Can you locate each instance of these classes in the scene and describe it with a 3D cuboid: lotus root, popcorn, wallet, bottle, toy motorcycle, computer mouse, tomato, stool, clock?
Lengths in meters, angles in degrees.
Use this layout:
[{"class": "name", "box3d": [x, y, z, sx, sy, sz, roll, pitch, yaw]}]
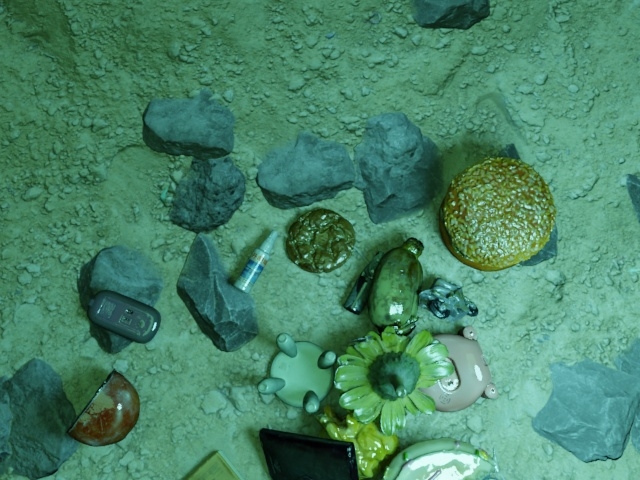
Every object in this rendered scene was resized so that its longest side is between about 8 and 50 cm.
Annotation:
[{"class": "lotus root", "box3d": [0.231, 0.136, 1.696, 0.173, 0.173, 0.309, 14, 71, 7]}, {"class": "popcorn", "box3d": [0.094, 0.560, 1.584, 0.254, 0.191, 0.190, 37, 116, 17]}, {"class": "wallet", "box3d": [-0.033, 0.604, 1.541, 0.318, 0.045, 0.172, -4, 100, 38]}, {"class": "bottle", "box3d": [-0.198, 0.063, 1.797, 0.060, 0.060, 0.217, 27, 77, 10]}, {"class": "toy motorcycle", "box3d": [0.371, 0.169, 1.688, 0.073, 0.225, 0.152, -55, 53, 29]}, {"class": "computer mouse", "box3d": [-0.607, 0.237, 1.773, 0.233, 0.057, 0.120, 20, 77, 6]}, {"class": "tomato", "box3d": [-0.610, 0.504, 1.659, 0.155, 0.181, 0.214, 38, 87, -6]}, {"class": "stool", "box3d": [-0.060, 0.376, 1.633, 0.196, 0.198, 0.195, 20, 75, 9]}, {"class": "clock", "box3d": [0.358, 0.379, 1.639, 0.242, 0.142, 0.227, -17, 74, 2]}]

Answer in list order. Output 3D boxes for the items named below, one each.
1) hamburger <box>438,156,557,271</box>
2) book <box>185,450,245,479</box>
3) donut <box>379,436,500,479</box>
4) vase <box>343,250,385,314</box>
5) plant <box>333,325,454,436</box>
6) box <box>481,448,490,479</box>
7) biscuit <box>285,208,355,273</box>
[{"class": "hamburger", "box3d": [0.517, -0.074, 1.694, 0.330, 0.250, 0.329, -1, 74, 4]}, {"class": "book", "box3d": [-0.265, 0.831, 1.605, 0.269, 0.032, 0.389, -41, 76, -6]}, {"class": "donut", "box3d": [0.290, 0.696, 1.478, 0.308, 0.150, 0.370, 11, 76, 1]}, {"class": "vase", "box3d": [0.143, 0.125, 1.759, 0.060, 0.060, 0.211, 26, 77, 10]}, {"class": "plant", "box3d": [0.171, 0.342, 1.504, 0.305, 0.297, 0.261, -49, 55, 2]}, {"class": "box", "box3d": [0.433, 0.628, 1.601, 0.054, 0.074, 0.099, -8, 75, -10]}, {"class": "biscuit", "box3d": [0.000, 0.000, 1.812, 0.226, 0.042, 0.225, -1, 75, 4]}]
